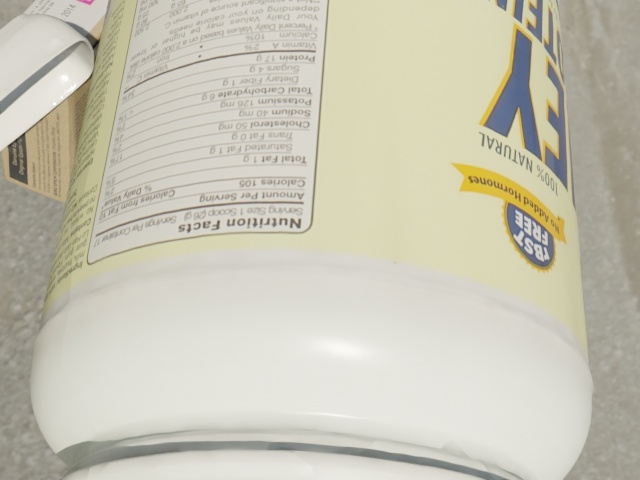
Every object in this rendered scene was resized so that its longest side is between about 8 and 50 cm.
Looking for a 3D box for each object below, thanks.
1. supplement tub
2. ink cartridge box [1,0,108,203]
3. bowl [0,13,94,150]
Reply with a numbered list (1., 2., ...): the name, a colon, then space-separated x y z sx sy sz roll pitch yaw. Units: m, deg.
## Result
1. supplement tub: 0.000 0.000 0.452 0.235 0.235 0.325 27 53 -37
2. ink cartridge box: -0.252 -0.189 1.042 0.088 0.193 0.235 21 50 5
3. bowl: -0.259 -0.130 0.801 0.142 0.142 0.053 -43 95 -10
